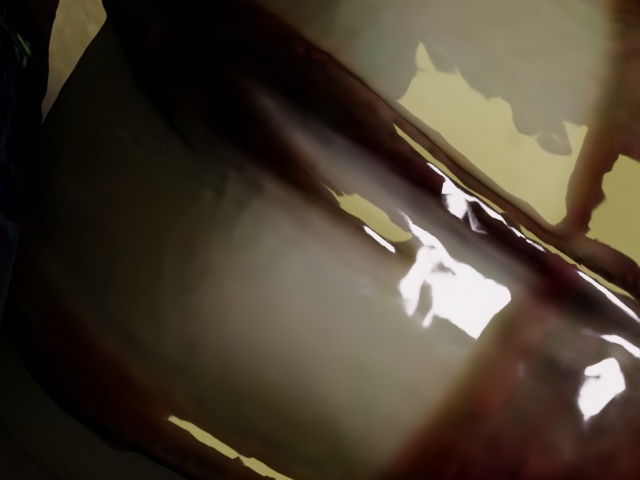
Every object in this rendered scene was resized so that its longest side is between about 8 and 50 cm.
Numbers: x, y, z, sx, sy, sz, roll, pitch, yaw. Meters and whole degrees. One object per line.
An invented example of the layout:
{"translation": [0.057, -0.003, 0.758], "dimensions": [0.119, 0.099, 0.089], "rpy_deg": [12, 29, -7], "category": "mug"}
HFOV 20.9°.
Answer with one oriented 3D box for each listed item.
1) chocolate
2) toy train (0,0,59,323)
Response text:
{"translation": [0.000, 0.000, 0.566], "dimensions": [0.186, 0.284, 0.283], "rpy_deg": [30, 44, -36], "category": "chocolate"}
{"translation": [-0.142, 0.012, 0.477], "dimensions": [0.086, 0.089, 0.409], "rpy_deg": [53, 24, -36], "category": "toy train"}
